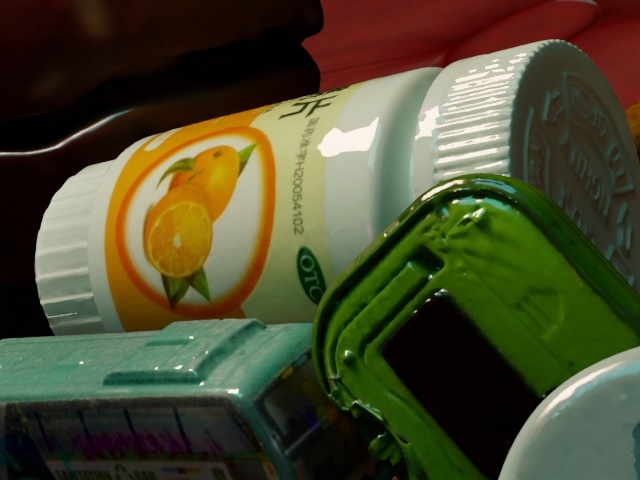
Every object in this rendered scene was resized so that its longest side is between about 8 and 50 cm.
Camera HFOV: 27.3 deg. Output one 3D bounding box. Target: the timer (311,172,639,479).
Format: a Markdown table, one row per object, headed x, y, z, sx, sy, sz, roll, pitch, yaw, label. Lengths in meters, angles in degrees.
| x | y | z | sx | sy | sz | roll | pitch | yaw | label |
| --- | --- | --- | --- | --- | --- | --- | --- | --- | --- |
| 0.068 | 0.050 | 0.543 | 0.128 | 0.140 | 0.047 | -45 | -17 | 17 | timer |

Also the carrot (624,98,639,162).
| x | y | z | sx | sy | sz | roll | pitch | yaw | label |
| --- | --- | --- | --- | --- | --- | --- | --- | --- | --- |
| 0.205 | -0.069 | 0.806 | 0.171 | 0.042 | 0.042 | -36 | 23 | -27 | carrot |

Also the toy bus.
| x | y | z | sx | sy | sz | roll | pitch | yaw | label |
| --- | --- | --- | --- | --- | --- | --- | --- | --- | --- |
| -0.090 | 0.100 | 0.666 | 0.262 | 0.109 | 0.091 | -7 | 23 | 38 | toy bus |

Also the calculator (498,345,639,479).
| x | y | z | sx | sy | sz | roll | pitch | yaw | label |
| --- | --- | --- | --- | --- | --- | --- | --- | --- | --- |
| 0.140 | 0.109 | 0.324 | 0.295 | 0.042 | 0.184 | -7 | 72 | 19 | calculator |

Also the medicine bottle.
| x | y | z | sx | sy | sz | roll | pitch | yaw | label |
| --- | --- | --- | --- | --- | --- | --- | --- | --- | --- |
| 0.000 | 0.000 | 0.716 | 0.318 | 0.158 | 0.158 | -10 | 27 | 36 | medicine bottle |

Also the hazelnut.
| x | y | z | sx | sy | sz | roll | pitch | yaw | label |
| --- | --- | --- | --- | --- | --- | --- | --- | --- | --- |
| -0.214 | -0.159 | 1.028 | 0.402 | 0.402 | 0.429 | -37 | 13 | -25 | hazelnut |
